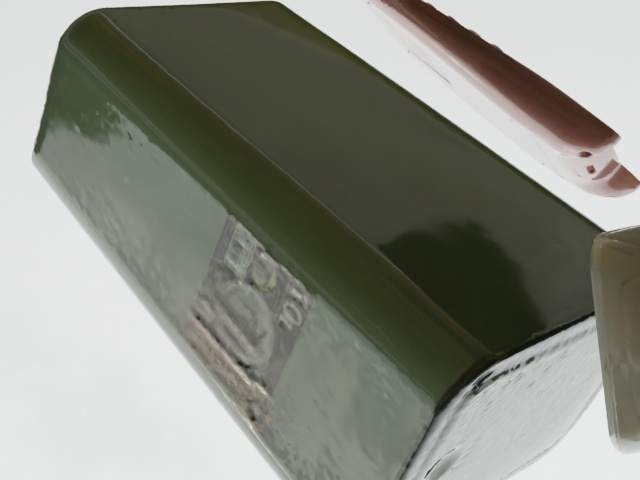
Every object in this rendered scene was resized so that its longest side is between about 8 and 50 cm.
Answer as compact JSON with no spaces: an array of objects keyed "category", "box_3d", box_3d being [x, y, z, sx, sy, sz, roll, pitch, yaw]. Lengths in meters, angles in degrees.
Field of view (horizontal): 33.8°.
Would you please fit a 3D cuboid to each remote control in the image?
[{"category":"remote control","box_3d":[0.276,0.029,0.556,0.313,0.109,0.055,-9,-177,-24]}]

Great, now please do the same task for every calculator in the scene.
[{"category":"calculator","box_3d":[0.157,-0.153,1.015,0.330,0.220,0.048,42,-83,26]}]

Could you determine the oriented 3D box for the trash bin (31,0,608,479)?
[{"category":"trash bin","box_3d":[0.000,0.000,0.653,0.223,0.158,0.343,-17,-131,-46]}]
